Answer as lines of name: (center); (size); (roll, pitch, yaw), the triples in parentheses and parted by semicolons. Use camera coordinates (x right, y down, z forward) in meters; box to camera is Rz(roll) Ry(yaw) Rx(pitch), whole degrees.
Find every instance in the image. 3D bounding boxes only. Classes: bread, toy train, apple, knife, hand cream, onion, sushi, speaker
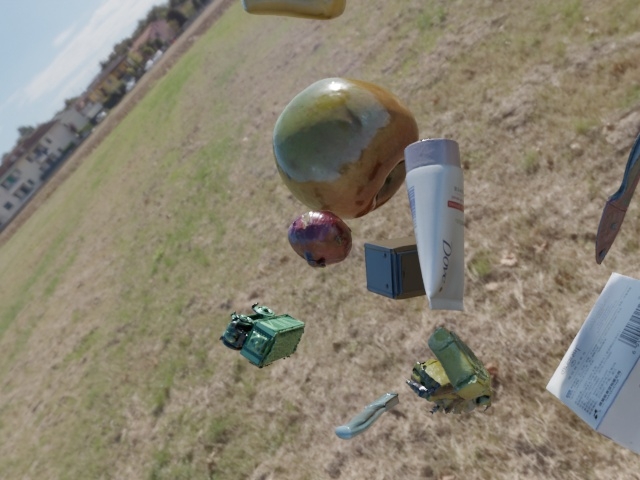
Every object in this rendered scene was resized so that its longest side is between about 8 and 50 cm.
bread: (0.282, 0.245, 1.116); (0.064, 0.117, 0.156); (-39, 70, 15)
toy train: (-0.150, 0.243, 1.421); (0.115, 0.154, 0.269); (-62, -16, 5)
apple: (0.055, -0.223, 1.322); (0.338, 0.305, 0.338); (-44, -20, -21)
knife: (0.059, 0.187, 0.603); (0.028, 0.015, 0.210); (-22, -13, 17)
hand cream: (0.171, -0.020, 0.794); (0.083, 0.133, 0.247); (-11, 79, 34)
onion: (0.000, 0.000, 0.889); (0.107, 0.107, 0.097); (-23, 45, 41)
sushi: (0.335, 0.375, 1.437); (0.139, 0.291, 0.131); (44, 113, 48)
speaker: (0.272, 0.073, 1.632); (0.231, 0.153, 0.192); (-8, 8, -22)
knife: (0.483, -0.066, 0.885); (0.018, 0.036, 0.247); (-69, -13, -61)
bread: (-0.054, -0.512, 1.132); (0.147, 0.217, 0.098); (-83, -1, -66)

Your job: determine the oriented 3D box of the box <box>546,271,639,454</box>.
box: (0.561, 0.214, 0.997); (0.274, 0.116, 0.203); (-62, 3, 3)
